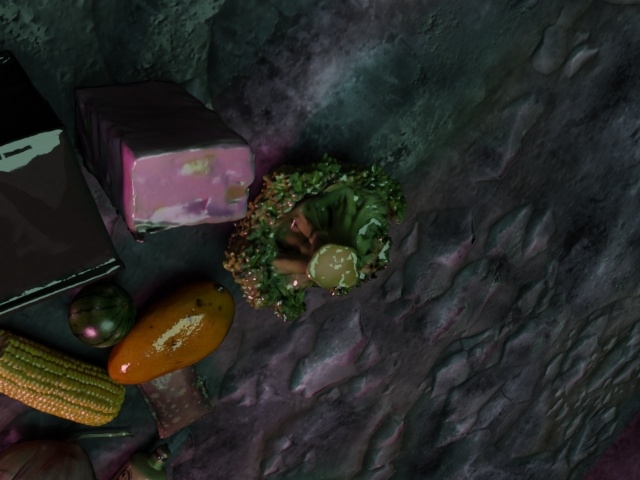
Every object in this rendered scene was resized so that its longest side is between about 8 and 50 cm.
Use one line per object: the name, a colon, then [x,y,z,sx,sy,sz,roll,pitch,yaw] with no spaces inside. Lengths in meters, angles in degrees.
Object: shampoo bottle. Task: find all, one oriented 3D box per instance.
shampoo bottle: [-0.325,0.430,1.421,0.162,0.079,0.079,-49,133,5]

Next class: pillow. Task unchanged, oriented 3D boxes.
pillow: [-0.251,0.267,1.385,0.118,0.043,0.184,-26,131,-13]

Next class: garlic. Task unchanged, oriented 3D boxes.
garlic: [-0.432,0.405,1.314,0.257,0.207,0.207,-34,146,-60]

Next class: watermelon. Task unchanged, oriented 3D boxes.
watermelon: [-0.331,0.112,1.191,0.109,0.109,0.108,-17,128,-23]

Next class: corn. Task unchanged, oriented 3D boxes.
corn: [-0.408,0.214,1.212,0.093,0.093,0.244,-51,132,6]

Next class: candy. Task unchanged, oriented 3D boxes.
candy: [-0.203,-0.111,1.009,0.156,0.265,0.115,-13,122,-26]

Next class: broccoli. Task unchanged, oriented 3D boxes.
broccoli: [-0.013,-0.008,1.240,0.288,0.235,0.260,-63,166,6]

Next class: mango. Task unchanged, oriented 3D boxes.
mango: [-0.234,0.152,1.266,0.227,0.109,0.147,-37,158,-6]

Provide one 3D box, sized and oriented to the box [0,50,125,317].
box: [-0.444,-0.039,0.907,0.345,0.251,0.204,-24,130,-19]
